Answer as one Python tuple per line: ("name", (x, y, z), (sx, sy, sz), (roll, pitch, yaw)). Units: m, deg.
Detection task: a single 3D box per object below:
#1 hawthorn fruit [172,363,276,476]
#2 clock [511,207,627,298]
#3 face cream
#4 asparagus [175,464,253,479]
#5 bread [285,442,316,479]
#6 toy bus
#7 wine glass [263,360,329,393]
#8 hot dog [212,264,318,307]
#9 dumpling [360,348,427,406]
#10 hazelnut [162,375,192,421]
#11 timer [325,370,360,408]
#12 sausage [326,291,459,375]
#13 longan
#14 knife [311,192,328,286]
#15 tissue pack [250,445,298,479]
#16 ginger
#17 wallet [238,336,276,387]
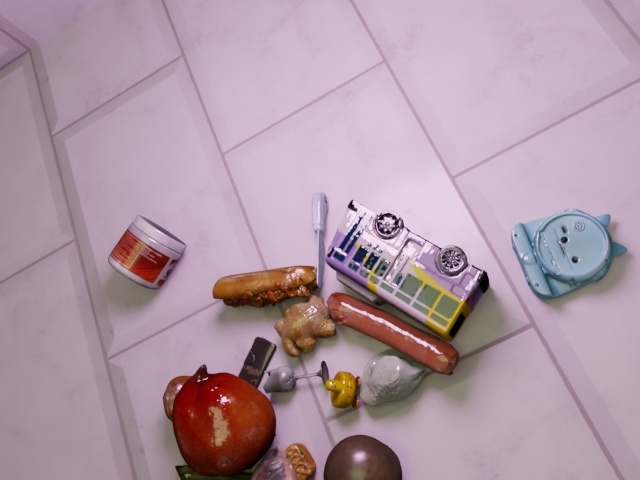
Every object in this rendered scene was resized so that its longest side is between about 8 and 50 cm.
("hawthorn fruit", (-0.289, 0.534, 1.648), (0.311, 0.295, 0.295), (35, 88, -2))
("clock", (0.678, 0.019, 1.560), (0.274, 0.094, 0.224), (-23, 70, 13))
("face cream", (-0.588, 0.042, 1.940), (0.201, 0.201, 0.187), (32, 86, 24))
("asparagus", (-0.288, 0.724, 1.708), (0.342, 0.082, 0.085), (0, 35, 18))
("bread", (-0.064, 0.649, 1.666), (0.083, 0.044, 0.111), (-36, 68, 8))
("toy bus", (0.234, 0.086, 1.636), (0.439, 0.209, 0.249), (32, 88, 23))
("wine glass", (-0.076, 0.414, 1.720), (0.195, 0.079, 0.079), (-13, 71, 14))
("hot dog", (-0.167, 0.152, 1.791), (0.348, 0.158, 0.117), (-9, 85, 13))
("dumpling", (0.198, 0.377, 1.618), (0.219, 0.108, 0.153), (-34, 67, 2))
("hazelnut", (-0.422, 0.497, 1.783), (0.150, 0.150, 0.151), (-5, 73, 18))
("timer", (0.055, 0.430, 1.648), (0.109, 0.107, 0.107), (14, 77, -14))
("sausage", (0.194, 0.257, 1.619), (0.418, 0.094, 0.094), (23, 90, 28))
("longan", (0.112, 0.626, 1.536), (0.212, 0.198, 0.198), (-2, 74, 19))
("knife", (0.001, 0.000, 1.801), (0.044, 0.080, 0.332), (-7, 64, 15))
("tissue pack", (-0.136, 0.758, 1.467), (0.194, 0.390, 0.376), (6, 85, -5))
("ginger", (-0.034, 0.250, 1.739), (0.216, 0.102, 0.157), (-29, 70, -3))
("wallet", (-0.202, 0.386, 1.806), (0.082, 0.018, 0.157), (24, 85, 24))
